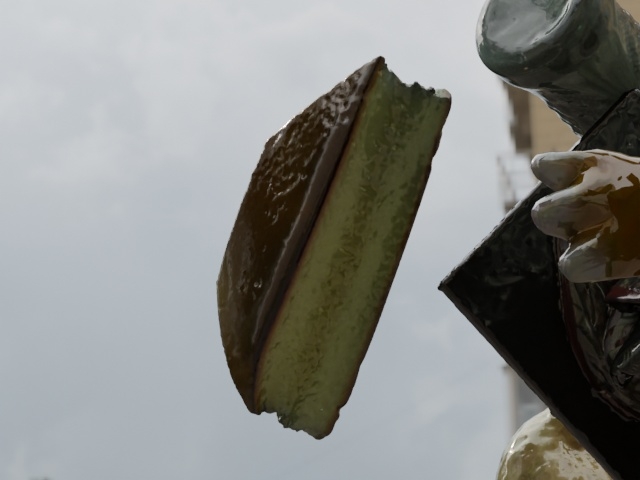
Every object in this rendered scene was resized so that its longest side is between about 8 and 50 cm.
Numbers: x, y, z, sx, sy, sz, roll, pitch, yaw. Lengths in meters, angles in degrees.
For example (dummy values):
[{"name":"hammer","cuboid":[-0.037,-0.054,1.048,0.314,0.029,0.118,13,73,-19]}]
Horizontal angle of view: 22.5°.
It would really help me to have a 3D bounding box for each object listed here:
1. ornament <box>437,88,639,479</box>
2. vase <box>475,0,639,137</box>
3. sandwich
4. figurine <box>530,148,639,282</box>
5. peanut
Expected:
[{"name":"ornament","cuboid":[0.187,0.018,0.712,0.166,0.153,0.196,47,-18,-4]},{"name":"vase","cuboid":[0.174,-0.070,0.875,0.096,0.096,0.219,-17,-38,38]},{"name":"sandwich","cuboid":[0.000,0.000,1.102,0.094,0.258,0.096,19,3,-39]},{"name":"figurine","cuboid":[0.216,-0.087,0.382,0.268,0.401,0.387,1,-35,-21]},{"name":"peanut","cuboid":[0.172,0.247,1.152,0.101,0.263,0.117,5,-9,-38]}]
